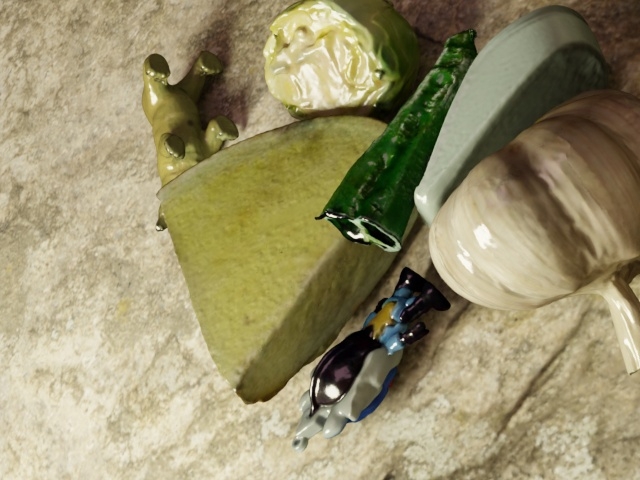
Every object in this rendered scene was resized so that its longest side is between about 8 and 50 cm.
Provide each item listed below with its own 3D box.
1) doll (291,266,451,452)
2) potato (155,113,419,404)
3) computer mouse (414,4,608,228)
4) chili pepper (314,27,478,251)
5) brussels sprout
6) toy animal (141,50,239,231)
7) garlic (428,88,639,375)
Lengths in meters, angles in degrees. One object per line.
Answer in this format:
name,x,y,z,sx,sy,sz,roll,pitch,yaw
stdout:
doll,0.036,0.112,1.214,0.195,0.070,0.096,-51,28,-1
potato,0.000,0.000,1.279,0.255,0.112,0.269,-33,51,10
computer mouse,0.162,-0.100,1.174,0.231,0.128,0.079,-53,45,1
chili pepper,0.083,-0.099,1.193,0.088,0.059,0.227,17,69,36
brussels sprout,0.027,-0.185,1.335,0.151,0.122,0.149,21,124,18
toy animal,-0.159,-0.115,1.507,0.101,0.103,0.218,-50,43,37
garlic,0.212,0.005,1.063,0.218,0.218,0.212,-37,85,21
